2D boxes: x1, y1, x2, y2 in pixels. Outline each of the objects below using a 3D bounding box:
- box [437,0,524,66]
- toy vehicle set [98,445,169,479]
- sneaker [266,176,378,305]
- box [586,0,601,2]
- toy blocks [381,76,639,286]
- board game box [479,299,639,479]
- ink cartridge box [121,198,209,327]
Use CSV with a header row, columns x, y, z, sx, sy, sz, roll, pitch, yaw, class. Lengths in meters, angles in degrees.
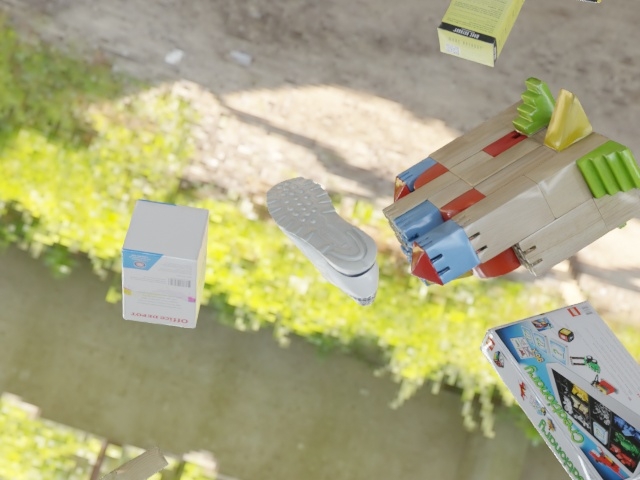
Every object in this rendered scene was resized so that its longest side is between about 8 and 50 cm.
x,y,z,sx,sy,sz,roll,pitch,yaw,class
0.249,-0.363,2.006,0.087,0.232,0.058,18,158,17,box
-0.358,0.397,2.049,0.035,0.267,0.166,56,-164,5,toy vehicle set
0.000,0.000,1.978,0.235,0.090,0.095,49,164,40,sneaker
0.092,-0.331,0.846,0.079,0.257,0.322,-4,-144,-43,box
0.198,-0.042,1.679,0.190,0.261,0.381,60,178,-18,toy blocks
0.391,0.229,2.037,0.193,0.305,0.053,-13,142,-28,board game box
-0.189,0.035,1.722,0.092,0.090,0.143,8,137,0,ink cartridge box
